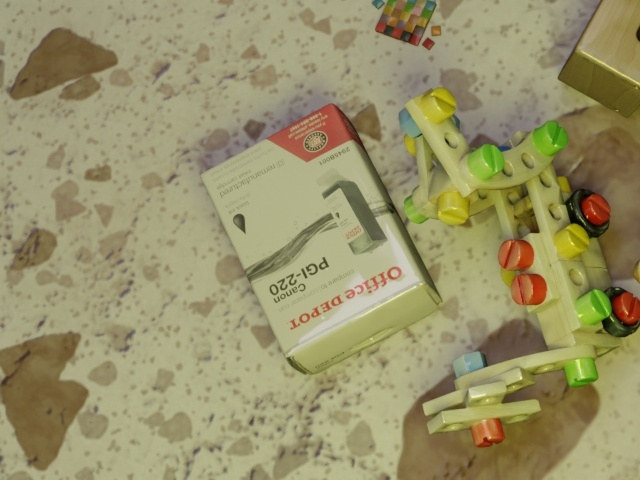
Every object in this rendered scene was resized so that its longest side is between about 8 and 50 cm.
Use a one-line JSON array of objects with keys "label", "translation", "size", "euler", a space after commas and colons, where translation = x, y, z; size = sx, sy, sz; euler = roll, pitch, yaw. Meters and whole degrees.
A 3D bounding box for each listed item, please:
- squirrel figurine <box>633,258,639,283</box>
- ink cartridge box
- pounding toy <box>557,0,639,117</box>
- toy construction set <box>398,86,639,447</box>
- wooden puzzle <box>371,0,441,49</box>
[{"label": "squirrel figurine", "translation": [0.424, 0.134, 1.660], "size": [0.370, 0.281, 0.397], "euler": [23, 74, 32]}, {"label": "ink cartridge box", "translation": [0.000, 0.000, 1.921], "size": [0.159, 0.092, 0.218], "euler": [-29, 71, 6]}, {"label": "pounding toy", "translation": [0.318, -0.227, 1.832], "size": [0.094, 0.206, 0.181], "euler": [30, 83, 3]}, {"label": "toy construction set", "translation": [0.176, 0.025, 1.805], "size": [0.151, 0.215, 0.327], "euler": [-15, 76, 48]}, {"label": "wooden puzzle", "translation": [0.088, -0.230, 2.009], "size": [0.083, 0.006, 0.049], "euler": [21, 81, 20]}]
